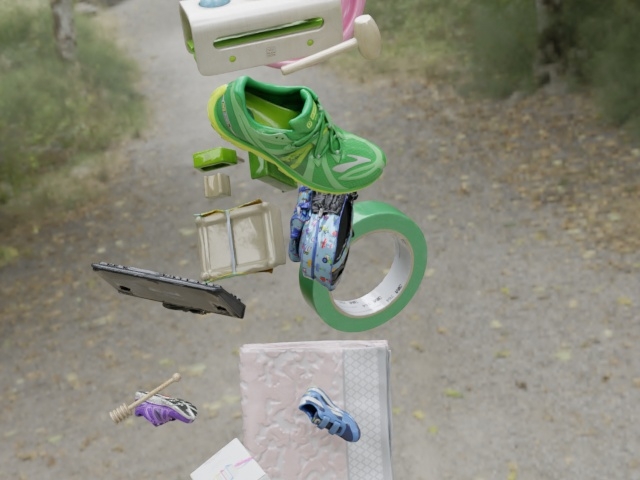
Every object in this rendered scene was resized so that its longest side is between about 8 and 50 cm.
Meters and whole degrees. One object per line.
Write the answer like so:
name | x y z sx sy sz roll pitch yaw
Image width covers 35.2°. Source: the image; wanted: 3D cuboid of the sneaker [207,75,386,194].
sneaker | -0.026 -0.157 1.522 0.295 0.110 0.123 21 -25 -20

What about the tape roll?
tape roll | 0.105 0.064 2.425 0.321 0.321 0.077 -19 34 -21

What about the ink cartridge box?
ink cartridge box | -0.109 0.369 1.449 0.090 0.092 0.143 -38 26 -12

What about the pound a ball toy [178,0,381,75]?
pound a ball toy | -0.073 -0.387 1.783 0.319 0.136 0.208 -14 34 -11

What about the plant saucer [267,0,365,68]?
plant saucer | -0.071 -0.531 2.141 0.332 0.332 0.084 -13 12 -6

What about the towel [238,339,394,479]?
towel | -0.006 0.375 2.090 0.316 0.332 0.053 -2 1 -2

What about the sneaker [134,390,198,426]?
sneaker | -0.339 0.379 2.217 0.169 0.071 0.068 8 -2 36

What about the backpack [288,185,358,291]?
backpack | 0.000 0.000 1.863 0.116 0.158 0.173 9 54 3

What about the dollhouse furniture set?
dollhouse furniture set | -0.164 -0.057 2.276 0.197 0.302 0.151 -11 -12 23

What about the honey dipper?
honey dipper | -0.350 0.317 2.037 0.160 0.030 0.030 -32 22 -3

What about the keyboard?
keyboard | -0.175 0.060 1.199 0.180 0.108 0.023 10 67 25

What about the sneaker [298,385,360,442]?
sneaker | 0.015 0.356 2.004 0.144 0.053 0.059 38 37 12
